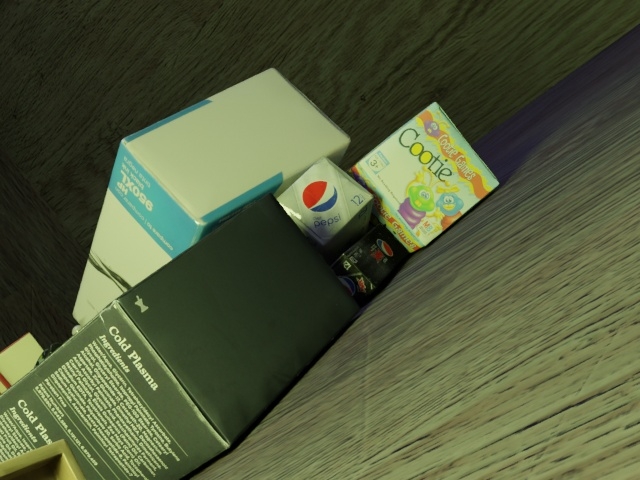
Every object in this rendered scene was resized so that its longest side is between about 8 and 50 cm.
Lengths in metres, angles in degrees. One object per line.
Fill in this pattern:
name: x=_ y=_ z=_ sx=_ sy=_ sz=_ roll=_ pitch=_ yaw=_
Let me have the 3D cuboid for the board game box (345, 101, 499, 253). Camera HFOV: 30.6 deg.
board game box: x=0.107 y=-0.064 z=1.641 sx=0.142 sy=0.144 sz=0.275 roll=-39 pitch=1 yaw=-18

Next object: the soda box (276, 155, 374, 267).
soda box: x=0.000 y=0.000 z=1.598 sx=0.098 sy=0.091 sz=0.286 roll=-45 pitch=-14 yaw=-16

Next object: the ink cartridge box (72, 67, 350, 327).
ink cartridge box: x=-0.163 y=-0.011 z=1.635 sx=0.285 sy=0.166 sz=0.395 roll=-32 pitch=-20 yaw=-39

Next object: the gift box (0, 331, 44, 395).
gift box: x=-0.522 y=0.339 z=1.971 sx=0.255 sy=0.258 sz=0.276 roll=-39 pitch=3 yaw=-24

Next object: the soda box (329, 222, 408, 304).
soda box: x=0.056 y=0.033 z=1.476 sx=0.053 sy=0.060 sz=0.169 roll=-44 pitch=-2 yaw=23

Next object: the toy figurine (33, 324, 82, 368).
toy figurine: x=-0.322 y=0.226 z=1.747 sx=0.213 sy=0.209 sz=0.148 roll=-43 pitch=-6 yaw=-48

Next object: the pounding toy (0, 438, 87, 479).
pounding toy: x=-0.243 y=0.255 z=0.920 sx=0.100 sy=0.141 sz=0.130 roll=-37 pitch=-13 yaw=32

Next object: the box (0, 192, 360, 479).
box: x=-0.174 y=0.145 z=1.278 sx=0.312 sy=0.179 sz=0.343 roll=-38 pitch=2 yaw=32
